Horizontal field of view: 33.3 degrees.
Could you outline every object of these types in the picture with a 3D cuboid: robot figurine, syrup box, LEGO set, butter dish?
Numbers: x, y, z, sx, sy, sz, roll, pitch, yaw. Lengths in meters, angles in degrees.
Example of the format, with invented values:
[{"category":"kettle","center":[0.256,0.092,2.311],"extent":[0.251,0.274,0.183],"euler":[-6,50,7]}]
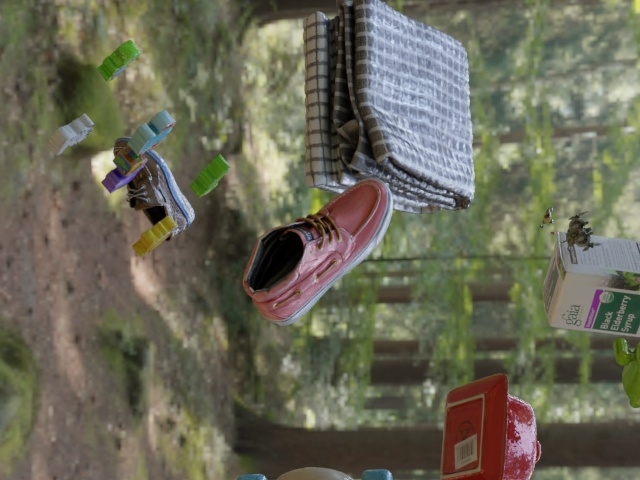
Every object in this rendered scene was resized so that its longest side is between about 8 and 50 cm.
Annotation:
[{"category":"robot figurine","center":[0.333,0.124,1.033],"extent":[0.115,0.101,0.067],"euler":[94,11,-56]},{"category":"syrup box","center":[0.414,0.063,1.374],"extent":[0.096,0.237,0.093],"euler":[-85,-179,-55]},{"category":"LEGO set","center":[0.311,-0.013,1.336],"extent":[0.023,0.083,0.054],"euler":[6,92,-60]},{"category":"butter dish","center":[0.238,0.272,1.421],"extent":[0.160,0.118,0.159],"euler":[144,-42,-60]}]

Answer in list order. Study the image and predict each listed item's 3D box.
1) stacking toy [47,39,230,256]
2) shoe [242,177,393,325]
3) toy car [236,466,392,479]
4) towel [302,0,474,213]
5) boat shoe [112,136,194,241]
[{"category":"stacking toy","center":[-0.190,-0.094,1.137],"extent":[0.167,0.221,0.052],"euler":[50,50,0]},{"category":"shoe","center":[0.000,0.000,1.016],"extent":[0.178,0.063,0.081],"euler":[-48,155,-8]},{"category":"toy car","center":[-0.001,0.457,1.492],"extent":[0.210,0.219,0.237],"euler":[73,15,-55]},{"category":"towel","center":[0.100,-0.168,1.382],"extent":[0.284,0.121,0.234],"euler":[13,73,-53]},{"category":"boat shoe","center":[-0.257,-0.075,1.617],"extent":[0.183,0.066,0.066],"euler":[54,47,-29]}]
